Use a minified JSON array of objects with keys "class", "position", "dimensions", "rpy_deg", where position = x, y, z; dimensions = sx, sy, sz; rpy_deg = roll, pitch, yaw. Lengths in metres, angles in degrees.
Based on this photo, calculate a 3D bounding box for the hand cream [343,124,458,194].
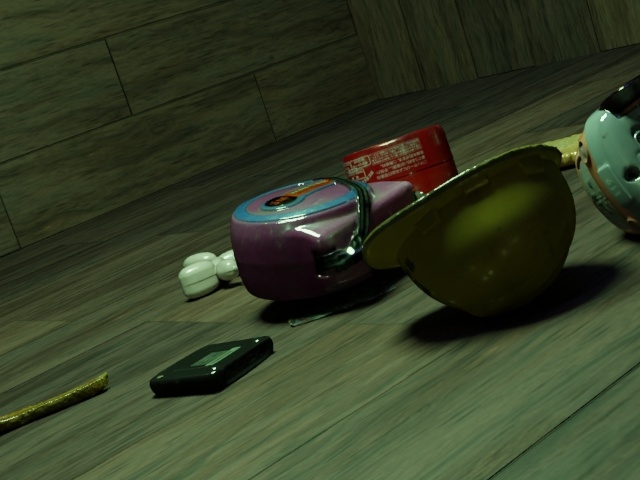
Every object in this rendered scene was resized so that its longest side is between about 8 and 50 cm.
[{"class":"hand cream","position":[0.142,-0.118,2.010],"dimensions":[0.193,0.125,0.193],"rpy_deg":[-18,4,1]}]

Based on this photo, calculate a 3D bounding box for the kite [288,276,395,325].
[{"class":"kite","position":[0.003,0.066,1.665],"dimensions":[0.152,0.015,0.285],"rpy_deg":[-20,11,-9]}]

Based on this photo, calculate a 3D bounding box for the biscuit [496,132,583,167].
[{"class":"biscuit","position":[0.406,-0.147,2.018],"dimensions":[0.250,0.030,0.160],"rpy_deg":[-13,13,26]}]

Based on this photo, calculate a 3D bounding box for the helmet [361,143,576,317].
[{"class":"helmet","position":[0.192,0.012,1.301],"dimensions":[0.257,0.140,0.205],"rpy_deg":[-29,-21,-3]}]

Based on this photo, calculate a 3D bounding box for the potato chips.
[{"class":"potato chips","position":[-0.372,0.218,1.498],"dimensions":[0.204,0.037,0.026],"rpy_deg":[-16,20,-18]}]

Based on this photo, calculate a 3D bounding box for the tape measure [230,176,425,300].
[{"class":"tape measure","position":[0.000,0.000,1.619],"dimensions":[0.245,0.149,0.231],"rpy_deg":[4,24,43]}]

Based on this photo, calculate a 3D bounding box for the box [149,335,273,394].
[{"class":"box","position":[-0.137,0.154,1.434],"dimensions":[0.125,0.027,0.126],"rpy_deg":[-11,13,37]}]

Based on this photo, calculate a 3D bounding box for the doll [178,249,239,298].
[{"class":"doll","position":[-0.156,0.039,1.950],"dimensions":[0.160,0.059,0.161],"rpy_deg":[-18,10,3]}]

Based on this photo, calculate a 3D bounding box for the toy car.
[{"class":"toy car","position":[0.430,-0.113,1.411],"dimensions":[0.270,0.180,0.212],"rpy_deg":[-32,-7,-20]}]
